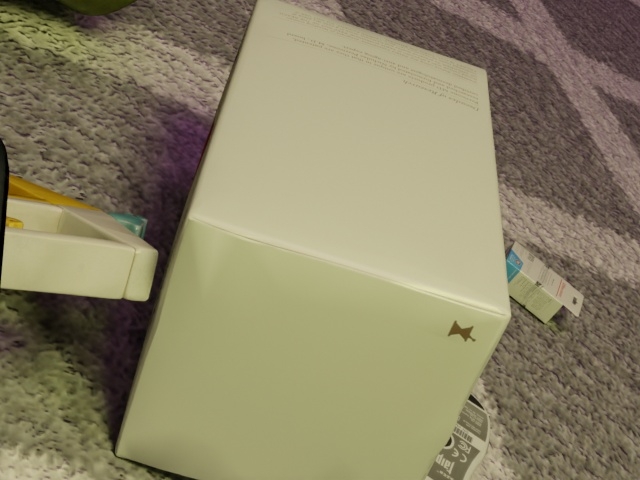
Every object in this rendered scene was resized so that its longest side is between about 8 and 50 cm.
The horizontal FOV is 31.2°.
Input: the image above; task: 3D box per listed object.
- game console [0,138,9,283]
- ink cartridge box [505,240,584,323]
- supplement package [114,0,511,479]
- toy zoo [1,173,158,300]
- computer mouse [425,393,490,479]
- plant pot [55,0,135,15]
[{"bbox_3d":[-0.154,0.107,0.387,0.213,0.044,0.362,2,63,-10],"label":"game console"},{"bbox_3d":[0.200,0.043,1.058,0.083,0.028,0.048,39,30,1],"label":"ink cartridge box"},{"bbox_3d":[0.000,0.000,0.721,0.175,0.178,0.293,18,33,-7],"label":"supplement package"},{"bbox_3d":[-0.218,-0.017,0.591,0.293,0.030,0.192,9,9,-41],"label":"toy zoo"},{"bbox_3d":[0.062,0.160,0.739,0.106,0.042,0.193,34,35,3],"label":"computer mouse"},{"bbox_3d":[-0.254,-0.347,0.836,0.353,0.366,0.367,28,29,-40],"label":"plant pot"}]
